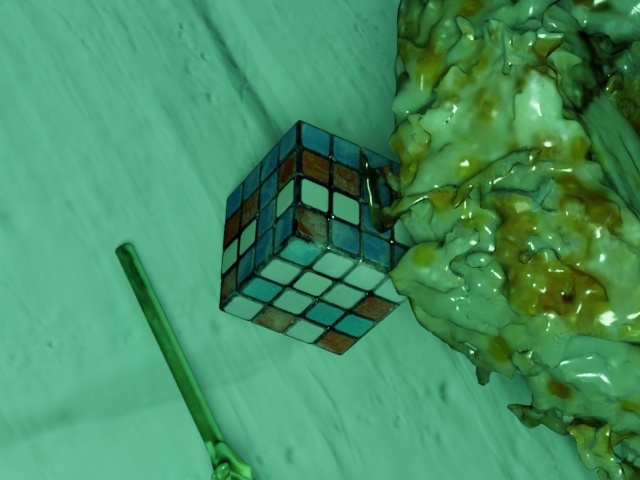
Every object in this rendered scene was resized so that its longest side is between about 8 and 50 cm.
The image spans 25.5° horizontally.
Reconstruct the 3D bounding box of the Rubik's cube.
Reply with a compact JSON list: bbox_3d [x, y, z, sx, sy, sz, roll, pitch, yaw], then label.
[{"bbox_3d":[0.000,0.000,0.867,0.092,0.092,0.092,23,46,-24],"label":"Rubik's cube"}]

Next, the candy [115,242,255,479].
[{"bbox_3d":[-0.044,0.117,0.759,0.083,0.091,0.305,30,28,-59],"label":"candy"}]

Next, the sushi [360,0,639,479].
[{"bbox_3d":[0.199,-0.016,0.900,0.417,0.175,0.418,38,40,-40],"label":"sushi"}]
